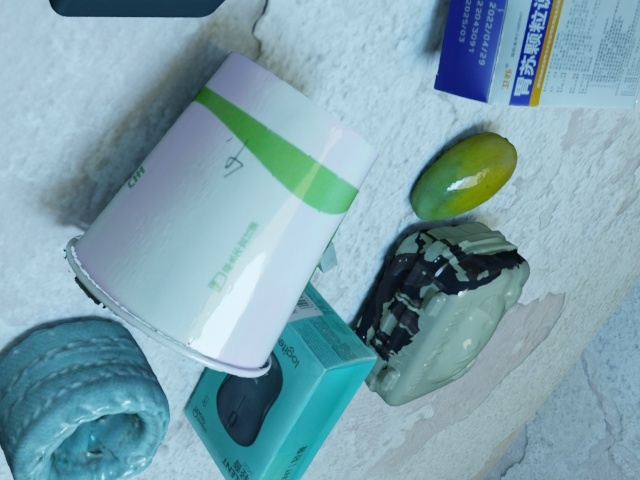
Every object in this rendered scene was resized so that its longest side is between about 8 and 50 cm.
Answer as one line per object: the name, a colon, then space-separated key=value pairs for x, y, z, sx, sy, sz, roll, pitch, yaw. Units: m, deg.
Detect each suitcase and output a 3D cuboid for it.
suitcase: x=0.248 y=0.136 z=1.257 sx=0.339 sy=0.194 sz=0.352 roll=-8 pitch=134 yaw=-44

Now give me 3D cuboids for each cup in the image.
cup: x=-0.091 y=-0.035 z=0.693 sx=0.274 sy=0.253 sz=0.253 roll=-57 pitch=145 yaw=4

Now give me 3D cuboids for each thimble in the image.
thimble: x=-0.296 y=0.219 z=0.828 sx=0.198 sy=0.143 sz=0.235 roll=-35 pitch=148 yaw=-12

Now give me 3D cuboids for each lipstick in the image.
lipstick: x=-0.001 y=-0.001 z=0.991 sx=0.030 sy=0.030 sz=0.129 roll=-33 pitch=145 yaw=-14

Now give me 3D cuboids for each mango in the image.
mango: x=0.235 y=-0.102 z=1.078 sx=0.194 sy=0.092 sz=0.130 roll=-37 pitch=150 yaw=7

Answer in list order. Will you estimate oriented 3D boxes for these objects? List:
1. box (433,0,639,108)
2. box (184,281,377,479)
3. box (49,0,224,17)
box: x=0.305 y=-0.279 z=0.848 sx=0.299 sy=0.106 sz=0.200 roll=-5 pitch=114 yaw=-30
box: x=-0.074 y=0.229 z=1.016 sx=0.118 sy=0.205 sz=0.311 roll=0 pitch=128 yaw=-44
box: x=-0.103 y=-0.233 z=0.487 sx=0.160 sy=0.050 sz=0.230 roll=-14 pitch=180 yaw=-36
